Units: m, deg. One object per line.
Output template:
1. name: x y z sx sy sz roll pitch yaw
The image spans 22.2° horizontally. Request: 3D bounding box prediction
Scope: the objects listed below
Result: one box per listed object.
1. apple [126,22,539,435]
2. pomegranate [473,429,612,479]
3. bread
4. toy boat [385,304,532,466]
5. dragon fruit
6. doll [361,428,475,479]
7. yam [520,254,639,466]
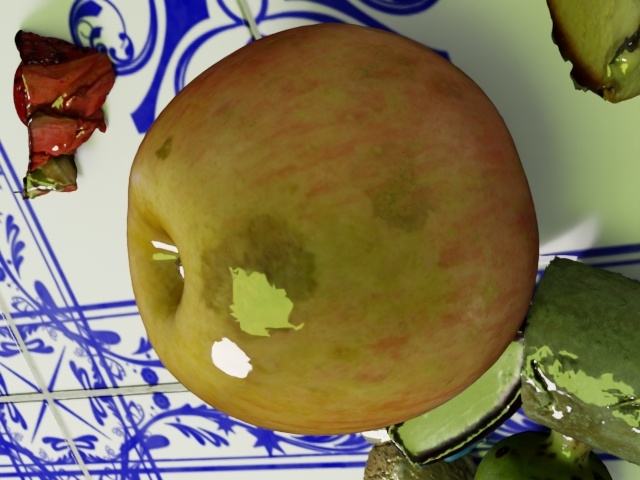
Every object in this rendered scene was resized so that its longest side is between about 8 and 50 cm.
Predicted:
1. apple: 0.000 0.000 1.405 0.364 0.364 0.364 16 127 22
2. pomegranate: 0.226 0.234 1.590 0.148 0.148 0.169 30 93 12
3. bread: 0.231 -0.197 1.271 0.169 0.160 0.140 31 131 10
4. toy boat: 0.156 0.136 1.585 0.100 0.097 0.223 47 116 2
5. dragon fruit: -0.297 -0.118 1.693 0.122 0.092 0.192 28 130 13
6. doll: 0.102 0.250 1.679 0.221 0.105 0.115 42 156 -8
7. yam: 0.326 0.129 1.425 0.304 0.168 0.168 21 128 20
